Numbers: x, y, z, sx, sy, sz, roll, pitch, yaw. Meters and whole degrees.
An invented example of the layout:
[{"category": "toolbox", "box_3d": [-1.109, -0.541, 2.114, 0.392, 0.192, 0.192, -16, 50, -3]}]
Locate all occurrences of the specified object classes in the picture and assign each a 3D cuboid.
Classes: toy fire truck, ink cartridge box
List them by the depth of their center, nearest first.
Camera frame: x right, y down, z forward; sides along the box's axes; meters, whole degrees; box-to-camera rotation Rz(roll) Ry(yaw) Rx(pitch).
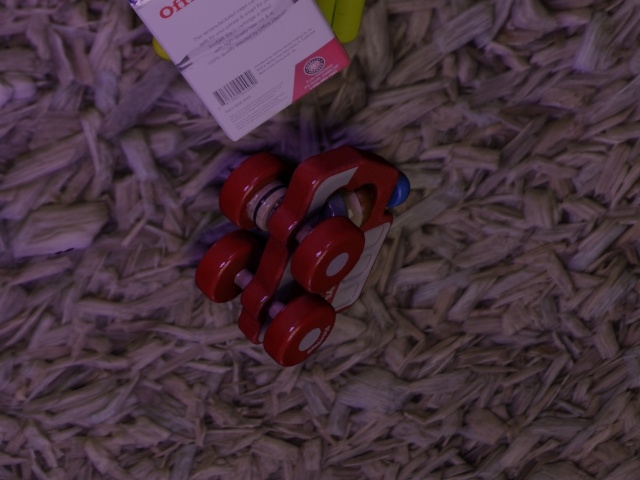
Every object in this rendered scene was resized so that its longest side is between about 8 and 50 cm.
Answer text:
[{"category": "ink cartridge box", "box_3d": [-0.091, -0.234, 1.426, 0.158, 0.092, 0.218, -34, 136, 2]}, {"category": "toy fire truck", "box_3d": [0.000, 0.000, 1.754, 0.254, 0.169, 0.302, -23, 145, -44]}]

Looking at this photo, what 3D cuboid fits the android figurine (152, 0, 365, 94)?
[{"category": "android figurine", "box_3d": [-0.068, -0.251, 1.528, 0.248, 0.056, 0.273, -7, 132, -23]}]
